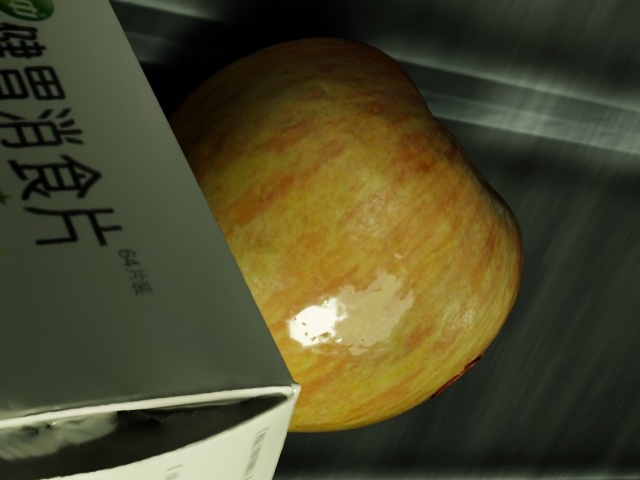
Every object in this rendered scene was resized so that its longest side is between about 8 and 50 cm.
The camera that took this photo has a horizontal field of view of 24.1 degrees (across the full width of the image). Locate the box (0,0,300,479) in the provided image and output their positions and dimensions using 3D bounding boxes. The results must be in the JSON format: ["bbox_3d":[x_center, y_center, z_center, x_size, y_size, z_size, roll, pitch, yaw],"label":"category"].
[{"bbox_3d":[-0.142,0.018,0.623,0.145,0.333,0.173,-7,135,-25],"label":"box"}]

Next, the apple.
[{"bbox_3d":[0.000,0.000,0.806,0.188,0.211,0.211,-41,141,8],"label":"apple"}]
